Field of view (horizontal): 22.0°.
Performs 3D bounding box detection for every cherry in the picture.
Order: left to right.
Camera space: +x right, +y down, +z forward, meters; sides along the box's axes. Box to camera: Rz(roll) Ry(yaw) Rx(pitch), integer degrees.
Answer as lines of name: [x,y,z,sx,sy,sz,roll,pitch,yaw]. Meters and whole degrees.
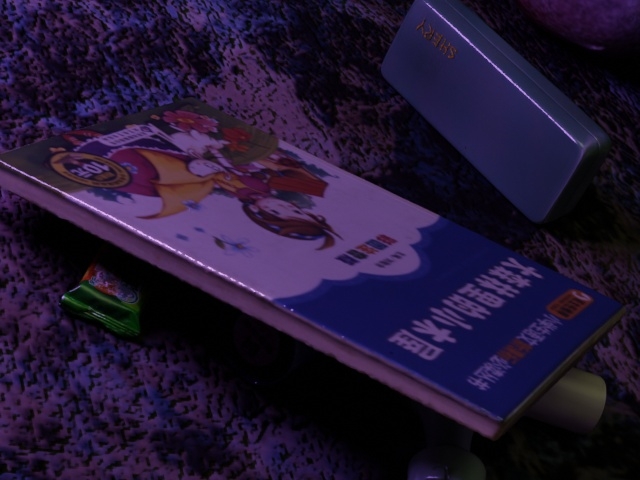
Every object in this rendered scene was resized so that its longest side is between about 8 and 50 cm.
cherry: [0.247,-0.227,1.415,0.176,0.140,0.176,-3,1,0]

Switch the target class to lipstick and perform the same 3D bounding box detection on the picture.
lipstick: [0.031,0.033,0.981,0.053,0.053,0.234,43,31,20]
lipstick: [0.105,0.079,0.978,0.130,0.038,0.038,20,33,-17]

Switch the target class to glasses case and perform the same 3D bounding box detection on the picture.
glasses case: [0.125,-0.098,1.203,0.039,0.078,0.184,-15,53,-44]

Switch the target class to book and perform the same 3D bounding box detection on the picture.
book: [0.000,0.000,0.940,0.322,0.018,0.228,25,23,18]

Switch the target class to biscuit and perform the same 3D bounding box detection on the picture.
biscuit: [-0.109,0.019,0.912,0.046,0.016,0.089,27,32,-4]

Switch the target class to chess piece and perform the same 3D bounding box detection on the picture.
chess piece: [0.071,0.104,0.900,0.067,0.067,0.103,22,41,-13]
